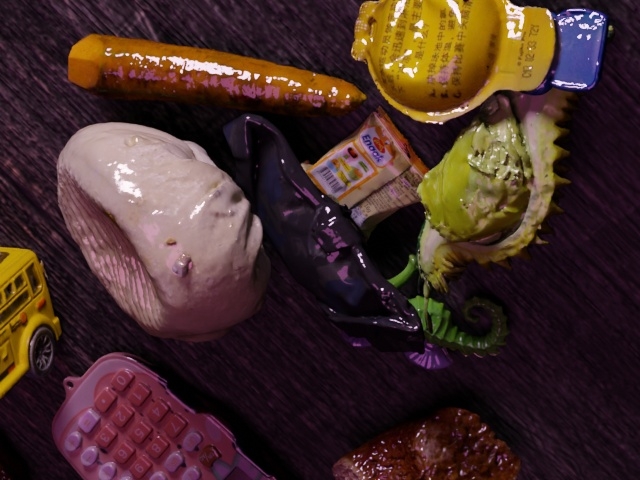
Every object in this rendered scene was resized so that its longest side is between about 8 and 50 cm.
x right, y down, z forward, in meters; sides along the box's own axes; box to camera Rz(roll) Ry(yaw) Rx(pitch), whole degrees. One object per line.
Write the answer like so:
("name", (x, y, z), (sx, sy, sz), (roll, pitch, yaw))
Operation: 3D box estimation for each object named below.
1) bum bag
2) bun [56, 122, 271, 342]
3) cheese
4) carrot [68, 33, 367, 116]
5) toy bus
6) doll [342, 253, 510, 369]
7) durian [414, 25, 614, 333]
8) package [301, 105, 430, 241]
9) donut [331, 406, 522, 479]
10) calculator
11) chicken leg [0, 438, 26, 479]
("bum bag", (0.000, 0.000, 1.653), (0.310, 0.074, 0.137), (53, 155, 11))
("bun", (-0.149, -0.010, 1.682), (0.259, 0.160, 0.259), (43, 151, 31))
("cheese", (0.144, -0.180, 1.513), (0.250, 0.064, 0.156), (10, 89, 29))
("carrot", (-0.105, -0.159, 1.651), (0.314, 0.066, 0.066), (10, 121, 15))
("toy bus", (-0.417, 0.131, 1.773), (0.144, 0.330, 0.152), (2, 115, 20))
("doll", (0.104, 0.076, 1.712), (0.190, 0.050, 0.115), (20, 117, 5))
("durian", (0.169, -0.050, 1.572), (0.132, 0.106, 0.375), (29, 117, -4))
("package", (0.050, -0.063, 1.664), (0.121, 0.031, 0.108), (-34, 101, 31))
("donut", (0.105, 0.258, 1.779), (0.126, 0.144, 0.186), (55, 153, -6))
("calculator", (-0.171, 0.265, 1.926), (0.330, 0.048, 0.220), (40, 125, -1))
("chicken leg", (-0.408, 0.324, 2.039), (0.105, 0.063, 0.234), (8, 118, 11))
